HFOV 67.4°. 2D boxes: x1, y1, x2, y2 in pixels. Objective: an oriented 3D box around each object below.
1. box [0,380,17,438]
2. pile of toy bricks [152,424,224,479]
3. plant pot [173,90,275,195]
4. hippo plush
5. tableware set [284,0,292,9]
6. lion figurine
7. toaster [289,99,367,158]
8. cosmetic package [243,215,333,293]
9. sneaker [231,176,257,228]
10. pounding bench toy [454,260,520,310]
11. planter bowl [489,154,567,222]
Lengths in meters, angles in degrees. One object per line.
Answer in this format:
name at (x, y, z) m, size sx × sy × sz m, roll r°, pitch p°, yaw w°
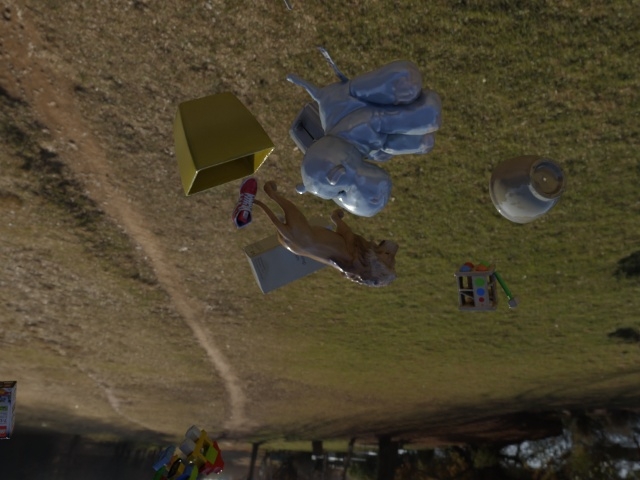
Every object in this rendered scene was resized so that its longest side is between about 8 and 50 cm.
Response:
box at (-0.742, 0.347, 0.976) m, size 0.207 × 0.114 × 0.036 m, roll 4°, pitch -174°, yaw -20°
pile of toy bricks at (-0.211, 0.393, 0.709) m, size 0.118 × 0.212 × 0.105 m, roll -40°, pitch 100°, yaw 12°
plant pot at (-0.275, -0.262, 1.253) m, size 0.212 × 0.187 × 0.212 m, roll -23°, pitch 178°, yaw -26°
hippo plush at (0.072, -0.181, 0.862) m, size 0.294 × 0.236 × 0.234 m, roll 32°, pitch 153°, yaw -23°
tableware set at (-0.033, -0.476, 0.798) m, size 0.024 × 0.154 × 0.104 m, roll 19°, pitch 163°, yaw 40°
lion figurine at (0.000, 0.000, 1.172) m, size 0.392 × 0.240 × 0.142 m, roll 12°, pitch 121°, yaw -28°
toaster at (0.031, -0.265, 1.203) m, size 0.227 × 0.146 × 0.129 m, roll -13°, pitch 147°, yaw -51°
cosmetic package at (-0.100, 0.048, 1.721) m, size 0.309 × 0.113 × 0.160 m, roll -24°, pitch 117°, yaw -13°
sneaker at (-0.168, -0.082, 1.087) m, size 0.042 × 0.067 × 0.118 m, roll 15°, pitch 109°, yaw -23°
pounding bench toy at (0.245, 0.064, 0.703) m, size 0.083 × 0.065 × 0.052 m, roll -4°, pitch -172°, yaw 28°
planter bowl at (0.491, -0.129, 1.108) m, size 0.162 × 0.162 × 0.109 m, roll 12°, pitch 168°, yaw -11°
